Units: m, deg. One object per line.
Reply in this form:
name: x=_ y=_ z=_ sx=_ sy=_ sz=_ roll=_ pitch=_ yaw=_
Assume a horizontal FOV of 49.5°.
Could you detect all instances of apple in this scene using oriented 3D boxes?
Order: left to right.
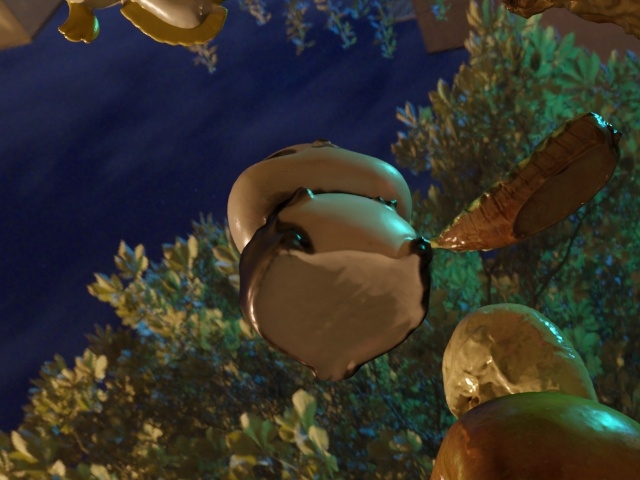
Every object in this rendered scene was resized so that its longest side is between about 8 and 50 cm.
apple: x=0.322 y=0.405 z=0.947 sx=0.374 sy=0.374 sz=0.384 roll=0 pitch=-106 yaw=30

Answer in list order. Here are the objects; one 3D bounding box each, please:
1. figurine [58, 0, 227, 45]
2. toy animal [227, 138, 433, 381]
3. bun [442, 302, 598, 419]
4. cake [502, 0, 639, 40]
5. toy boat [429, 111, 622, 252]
figurine: x=-0.169 y=-0.255 z=0.673 sx=0.178 sy=0.130 sz=0.109 roll=-2 pitch=-175 yaw=-7
toy animal: x=0.002 y=-0.004 z=0.688 sx=0.187 sy=0.165 sz=0.235 roll=3 pitch=-140 yaw=-12
bun: x=0.347 y=0.296 z=1.279 sx=0.213 sy=0.361 sz=0.361 roll=-9 pitch=-138 yaw=-8
cake: x=0.283 y=-0.316 z=0.453 sx=0.293 sy=0.307 sz=0.314 roll=28 pitch=-90 yaw=23
toy boat: x=0.275 y=-0.054 z=0.933 sx=0.293 sy=0.108 sz=0.099 roll=-37 pitch=-154 yaw=16
